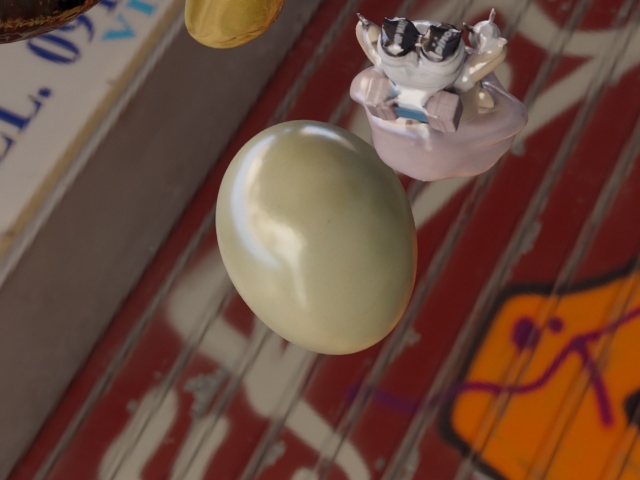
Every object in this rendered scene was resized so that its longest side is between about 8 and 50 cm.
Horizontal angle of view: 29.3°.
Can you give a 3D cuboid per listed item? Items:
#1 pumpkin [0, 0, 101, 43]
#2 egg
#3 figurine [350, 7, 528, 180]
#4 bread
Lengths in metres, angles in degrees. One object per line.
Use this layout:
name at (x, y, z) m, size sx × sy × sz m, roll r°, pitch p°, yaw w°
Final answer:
pumpkin at (-0.266, -0.271, 0.995) m, size 0.233 × 0.233 × 0.163 m, roll -57°, pitch 7°, yaw -27°
egg at (0.000, 0.000, 1.169) m, size 0.186 × 0.186 × 0.241 m, roll -50°, pitch -57°, yaw -40°
figurine at (0.085, -0.106, 0.910) m, size 0.229 × 0.137 × 0.112 m, roll 53°, pitch -137°, yaw -74°
bread at (-0.058, -0.268, 1.072) m, size 0.217 × 0.098 × 0.147 m, roll 113°, pitch 167°, yaw -61°
